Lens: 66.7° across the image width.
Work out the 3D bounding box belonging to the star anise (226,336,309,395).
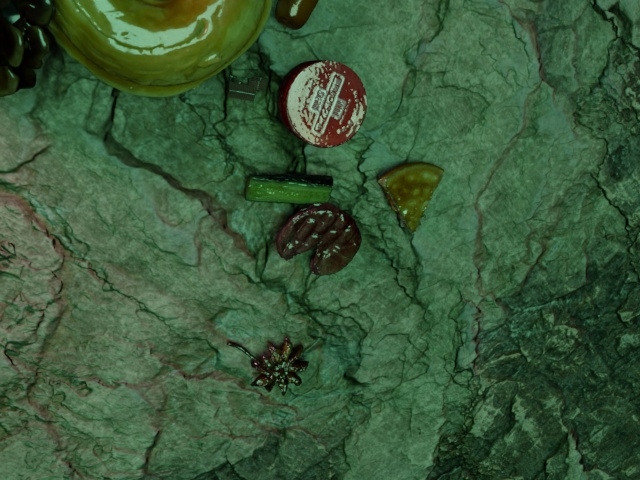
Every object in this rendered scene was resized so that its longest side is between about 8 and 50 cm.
[{"bbox_3d":[-0.144,0.359,1.363,0.234,0.073,0.177,0,102,-10],"label":"star anise"}]

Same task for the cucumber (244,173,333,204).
[{"bbox_3d":[-0.078,-0.135,1.196,0.211,0.062,0.078,3,132,-13],"label":"cucumber"}]

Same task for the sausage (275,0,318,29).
[{"bbox_3d":[-0.027,-0.549,1.037,0.076,0.076,0.197,28,99,-25],"label":"sausage"}]

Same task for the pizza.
[{"bbox_3d":[0.231,-0.115,1.297,0.201,0.053,0.193,-5,111,-27],"label":"pizza"}]

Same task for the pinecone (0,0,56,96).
[{"bbox_3d":[-0.637,-0.385,0.727,0.398,0.397,0.397,-6,112,-15],"label":"pinecone"}]

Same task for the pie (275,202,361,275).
[{"bbox_3d":[0.000,0.000,1.250,0.204,0.054,0.219,-38,124,13],"label":"pie"}]

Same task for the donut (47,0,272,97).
[{"bbox_3d":[-0.307,-0.492,0.905,0.449,0.198,0.448,-7,115,-15],"label":"donut"}]

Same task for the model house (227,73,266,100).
[{"bbox_3d":[-0.164,-0.341,1.084,0.083,0.058,0.057,6,108,-19],"label":"model house"}]

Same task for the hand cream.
[{"bbox_3d":[0.000,-0.313,1.110,0.193,0.125,0.193,-6,114,-15],"label":"hand cream"}]
